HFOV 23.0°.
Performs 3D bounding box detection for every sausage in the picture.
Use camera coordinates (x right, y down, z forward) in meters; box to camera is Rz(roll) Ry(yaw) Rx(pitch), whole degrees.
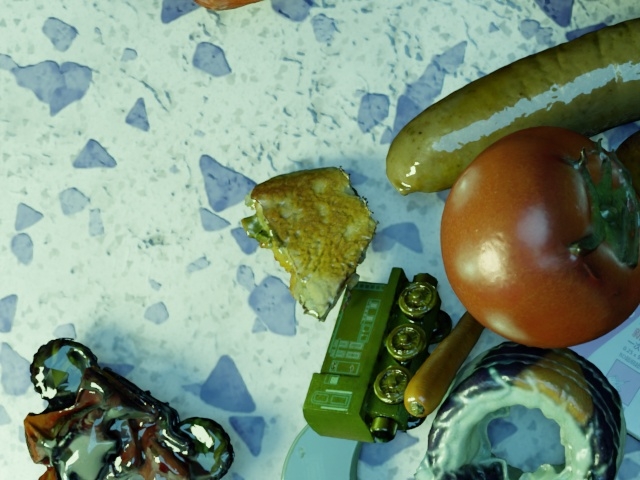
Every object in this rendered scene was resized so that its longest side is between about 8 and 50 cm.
[{"bbox_3d":[0.312,-0.176,1.902,0.501,0.123,0.136,-18,54,8],"label":"sausage"}]

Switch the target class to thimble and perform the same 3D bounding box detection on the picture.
[{"bbox_3d":[0.232,0.235,1.833,0.237,0.150,0.237,5,107,17],"label":"thimble"}]

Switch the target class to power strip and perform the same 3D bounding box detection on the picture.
[{"bbox_3d":[0.036,0.321,1.923,0.167,0.054,0.253,-7,83,9],"label":"power strip"}]

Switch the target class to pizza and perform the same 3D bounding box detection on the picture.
[{"bbox_3d":[0.000,0.000,1.937,0.147,0.069,0.226,-28,57,-11],"label":"pizza"}]

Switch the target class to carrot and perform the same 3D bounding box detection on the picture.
[{"bbox_3d":[0.154,0.134,1.853,0.043,0.248,0.043,12,121,21],"label":"carrot"}]

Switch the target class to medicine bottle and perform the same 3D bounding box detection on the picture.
[{"bbox_3d":[0.385,0.144,1.899,0.201,0.052,0.171,34,89,8],"label":"medicine bottle"}]

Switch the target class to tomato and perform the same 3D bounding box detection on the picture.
[{"bbox_3d":[0.258,-0.002,1.798,0.224,0.256,0.256,-27,80,33],"label":"tomato"}]

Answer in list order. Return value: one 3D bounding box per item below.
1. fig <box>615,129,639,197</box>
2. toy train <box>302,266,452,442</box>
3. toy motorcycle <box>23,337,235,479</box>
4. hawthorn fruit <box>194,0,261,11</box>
[{"bbox_3d":[0.443,-0.046,1.886,0.146,0.134,0.201,-17,100,34],"label":"fig"},{"bbox_3d":[0.071,0.135,1.892,0.137,0.090,0.225,4,56,23],"label":"toy train"},{"bbox_3d":[-0.211,0.290,1.919,0.401,0.134,0.207,28,88,11],"label":"toy motorcycle"},{"bbox_3d":[-0.132,-0.398,1.914,0.242,0.271,0.242,0,94,5],"label":"hawthorn fruit"}]
